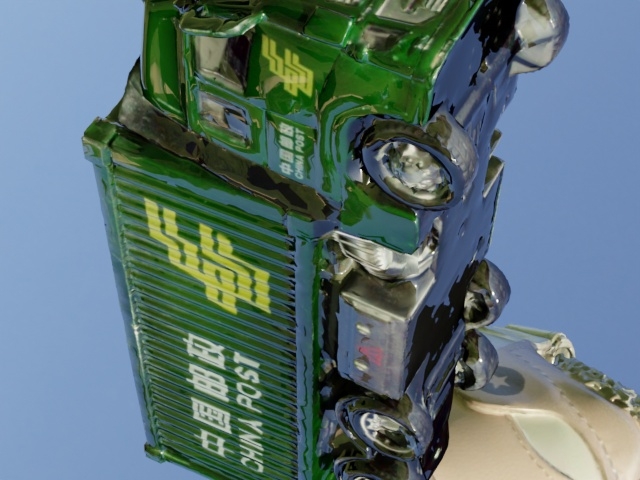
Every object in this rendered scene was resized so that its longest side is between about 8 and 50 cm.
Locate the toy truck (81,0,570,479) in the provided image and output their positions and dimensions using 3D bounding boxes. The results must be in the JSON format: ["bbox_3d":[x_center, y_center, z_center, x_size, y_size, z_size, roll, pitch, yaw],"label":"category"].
[{"bbox_3d":[0.000,0.000,0.434,0.121,0.259,0.088,22,-126,16],"label":"toy truck"}]

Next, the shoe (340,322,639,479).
[{"bbox_3d":[0.054,0.115,0.737,0.351,0.198,0.172,-119,-155,-69],"label":"shoe"}]
